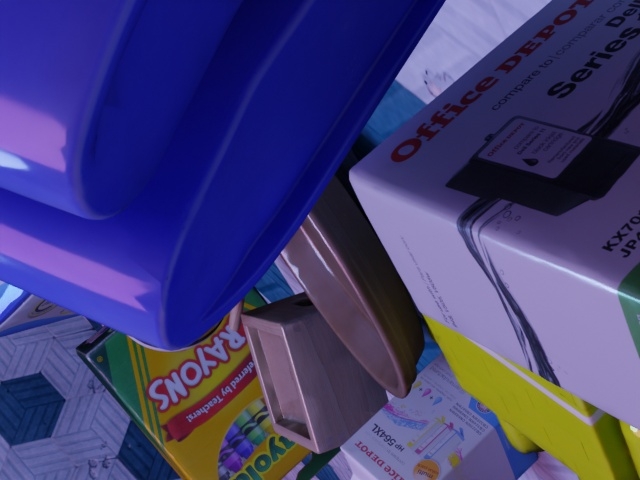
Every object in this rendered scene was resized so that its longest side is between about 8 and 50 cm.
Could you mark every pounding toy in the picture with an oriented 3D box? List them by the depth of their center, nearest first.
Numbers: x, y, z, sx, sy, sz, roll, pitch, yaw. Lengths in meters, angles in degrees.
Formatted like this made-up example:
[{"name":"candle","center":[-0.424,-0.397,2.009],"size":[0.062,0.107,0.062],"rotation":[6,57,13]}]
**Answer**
[{"name":"pounding toy","center":[-0.021,0.082,1.273],"size":[0.181,0.094,0.206],"rotation":[4,111,69]}]

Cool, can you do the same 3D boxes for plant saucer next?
[{"name":"plant saucer","center":[0.000,0.000,1.027],"size":[0.278,0.041,0.278],"rotation":[55,171,13]}]

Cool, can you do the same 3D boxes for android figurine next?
[{"name":"android figurine","center":[0.142,0.078,0.866],"size":[0.248,0.056,0.273],"rotation":[35,162,44]}]

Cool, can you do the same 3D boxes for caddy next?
[{"name":"caddy","center":[-0.061,-0.134,0.439],"size":[0.179,0.341,0.241],"rotation":[27,161,16]}]

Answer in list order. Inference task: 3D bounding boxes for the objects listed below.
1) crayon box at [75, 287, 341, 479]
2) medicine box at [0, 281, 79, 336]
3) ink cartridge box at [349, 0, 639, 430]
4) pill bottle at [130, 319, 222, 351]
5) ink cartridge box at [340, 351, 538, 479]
[{"name":"crayon box","center":[-0.108,0.186,1.541],"size":[0.318,0.202,0.081],"rotation":[52,164,-14]},{"name":"medicine box","center":[-0.311,-0.065,1.338],"size":[0.289,0.149,0.263],"rotation":[50,-158,11]},{"name":"ink cartridge box","center":[0.133,-0.015,0.491],"size":[0.208,0.153,0.087],"rotation":[26,152,53]},{"name":"pill bottle","center":[-0.129,0.013,1.178],"size":[0.119,0.119,0.208],"rotation":[46,155,10]},{"name":"ink cartridge box","center":[0.093,0.184,1.086],"size":[0.092,0.143,0.090],"rotation":[36,160,39]}]
